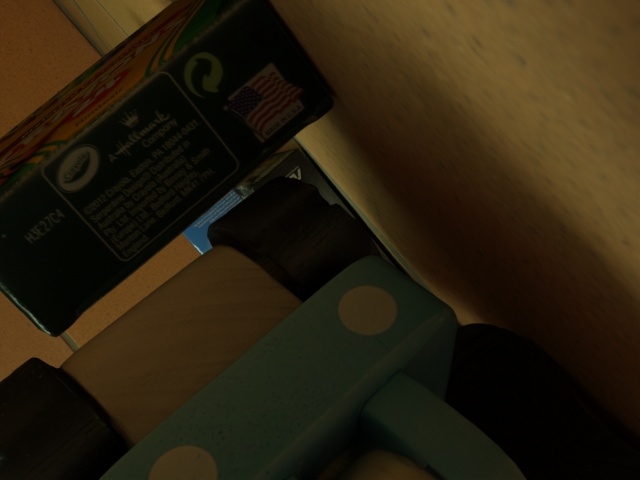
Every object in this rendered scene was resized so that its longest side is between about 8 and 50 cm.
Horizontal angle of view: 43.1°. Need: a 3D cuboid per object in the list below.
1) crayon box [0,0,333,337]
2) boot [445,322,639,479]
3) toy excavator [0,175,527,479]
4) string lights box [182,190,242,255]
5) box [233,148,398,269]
[{"bbox_3d":[-0.137,-0.077,0.559,0.081,0.202,0.318,52,174,-22],"label":"crayon box"},{"bbox_3d":[0.165,0.156,0.525,0.190,0.076,0.208,48,-178,35],"label":"boot"},{"bbox_3d":[0.051,0.151,0.346,0.445,0.222,0.433,35,149,26],"label":"toy excavator"},{"bbox_3d":[-0.150,-0.084,1.011,0.260,0.133,0.077,51,174,-20],"label":"string lights box"},{"bbox_3d":[0.000,0.000,0.785,0.183,0.056,0.231,49,175,-9],"label":"box"}]
